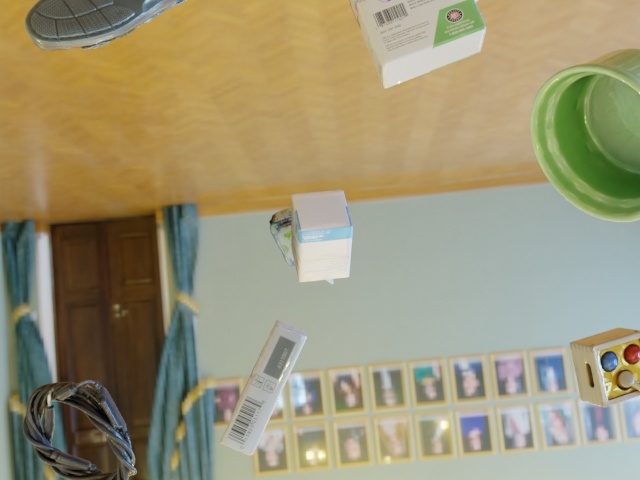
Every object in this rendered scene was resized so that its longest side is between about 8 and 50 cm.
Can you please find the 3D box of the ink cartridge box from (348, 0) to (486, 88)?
[{"bbox_3d":[0.161,-0.458,1.742,0.201,0.278,0.117,-21,166,-1],"label":"ink cartridge box"}]

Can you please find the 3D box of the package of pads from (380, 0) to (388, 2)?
[{"bbox_3d":[0.097,-0.357,1.303,0.050,0.032,0.083,-26,-176,15],"label":"package of pads"}]

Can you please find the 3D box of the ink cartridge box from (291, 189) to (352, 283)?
[{"bbox_3d":[0.000,0.000,1.574,0.089,0.092,0.143,-5,135,-8],"label":"ink cartridge box"}]

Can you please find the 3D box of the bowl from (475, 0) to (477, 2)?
[{"bbox_3d":[0.288,-0.580,2.135,0.053,0.142,0.142,-42,-175,-26],"label":"bowl"}]

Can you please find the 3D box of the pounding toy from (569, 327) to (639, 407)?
[{"bbox_3d":[0.534,0.236,1.643,0.130,0.141,0.100,-14,-176,-18],"label":"pounding toy"}]

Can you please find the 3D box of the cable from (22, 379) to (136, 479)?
[{"bbox_3d":[-0.334,0.282,1.296,0.150,0.185,0.047,-20,-164,18],"label":"cable"}]

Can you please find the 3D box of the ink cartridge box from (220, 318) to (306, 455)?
[{"bbox_3d":[-0.084,0.212,1.414,0.066,0.189,0.232,25,177,-5],"label":"ink cartridge box"}]

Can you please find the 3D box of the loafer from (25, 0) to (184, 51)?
[{"bbox_3d":[-0.265,-0.313,1.254,0.267,0.096,0.084,-31,166,-19],"label":"loafer"}]

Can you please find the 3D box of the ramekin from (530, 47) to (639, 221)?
[{"bbox_3d":[0.549,-0.200,1.698,0.148,0.303,0.303,-32,-172,-31],"label":"ramekin"}]

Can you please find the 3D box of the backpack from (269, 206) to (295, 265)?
[{"bbox_3d":[-0.025,-0.012,1.704,0.114,0.105,0.084,-23,-157,6],"label":"backpack"}]
